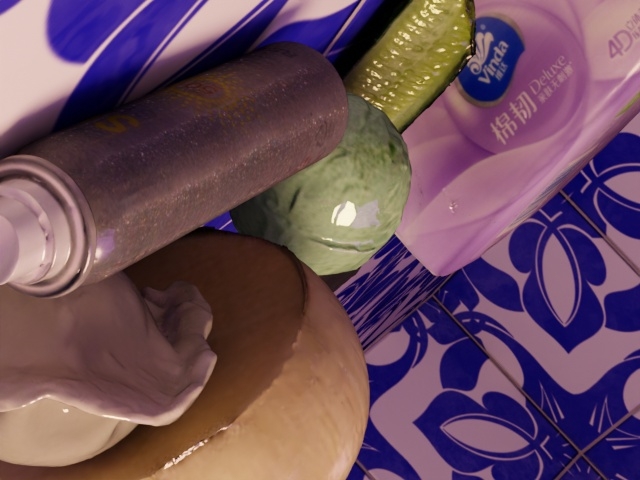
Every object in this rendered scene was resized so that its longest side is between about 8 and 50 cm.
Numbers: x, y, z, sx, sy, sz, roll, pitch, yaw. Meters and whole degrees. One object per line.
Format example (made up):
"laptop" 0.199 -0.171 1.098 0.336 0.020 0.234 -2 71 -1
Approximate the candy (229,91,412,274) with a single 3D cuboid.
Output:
"candy" -0.072 0.026 1.245 0.119 0.119 0.440 -38 178 -37

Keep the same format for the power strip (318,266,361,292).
"power strip" 0.000 0.000 1.566 0.105 0.070 0.256 -38 170 -20

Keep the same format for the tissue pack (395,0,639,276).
"tissue pack" 0.185 -0.159 1.273 0.338 0.160 0.242 -49 172 35

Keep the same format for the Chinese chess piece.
"Chinese chess piece" -0.095 0.101 1.018 0.250 0.103 0.250 -20 -149 13

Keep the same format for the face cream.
"face cream" -0.079 -0.037 0.869 0.073 0.073 0.283 -48 172 33

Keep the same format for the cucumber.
"cucumber" 0.060 -0.129 1.166 0.220 0.070 0.046 -48 -159 48

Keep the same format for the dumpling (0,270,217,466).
"dumpling" -0.125 0.057 0.904 0.229 0.151 0.124 -50 140 -73
